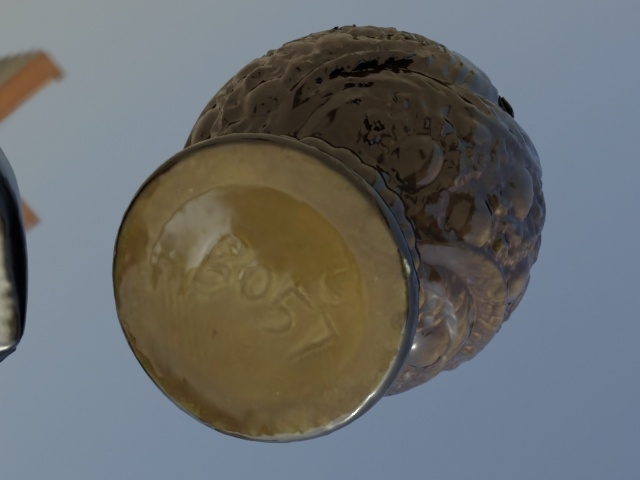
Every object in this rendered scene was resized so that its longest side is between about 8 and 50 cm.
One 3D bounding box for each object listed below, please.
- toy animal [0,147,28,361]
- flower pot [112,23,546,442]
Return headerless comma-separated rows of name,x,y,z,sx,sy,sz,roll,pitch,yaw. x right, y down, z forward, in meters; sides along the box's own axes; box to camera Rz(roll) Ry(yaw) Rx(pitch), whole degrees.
toy animal,-0.317,0.007,0.944,0.251,0.251,0.310,-43,-162,-16
flower pot,0.000,0.000,1.031,0.267,0.266,0.267,-28,-177,23
